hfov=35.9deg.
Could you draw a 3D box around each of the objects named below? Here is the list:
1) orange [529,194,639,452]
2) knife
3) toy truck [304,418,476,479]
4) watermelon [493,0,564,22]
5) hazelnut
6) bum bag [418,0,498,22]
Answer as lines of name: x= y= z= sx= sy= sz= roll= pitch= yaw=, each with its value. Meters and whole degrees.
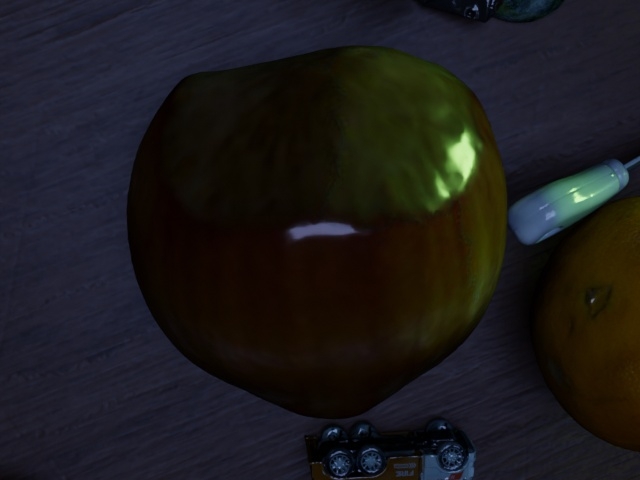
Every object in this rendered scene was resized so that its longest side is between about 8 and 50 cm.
orange: x=0.336 y=0.082 z=0.973 sx=0.261 sy=0.261 sz=0.261 roll=0 pitch=95 yaw=-4
knife: x=0.310 y=-0.071 z=1.011 sx=0.331 sy=0.080 sz=0.044 roll=-26 pitch=75 yaw=-32
toy truck: x=0.075 y=0.259 z=1.056 sx=0.177 sy=0.080 sz=0.115 roll=-3 pitch=101 yaw=-3
watermelon: x=0.222 y=-0.268 z=1.043 sx=0.085 sy=0.085 sz=0.061 roll=-21 pitch=67 yaw=-2
hazelnut: x=-0.001 y=-0.007 z=0.919 sx=0.365 sy=0.366 sz=0.366 roll=0 pitch=95 yaw=-4
bum bag: x=0.170 y=-0.355 z=1.015 sx=0.123 sy=0.060 sz=0.248 roll=23 pitch=91 yaw=3
